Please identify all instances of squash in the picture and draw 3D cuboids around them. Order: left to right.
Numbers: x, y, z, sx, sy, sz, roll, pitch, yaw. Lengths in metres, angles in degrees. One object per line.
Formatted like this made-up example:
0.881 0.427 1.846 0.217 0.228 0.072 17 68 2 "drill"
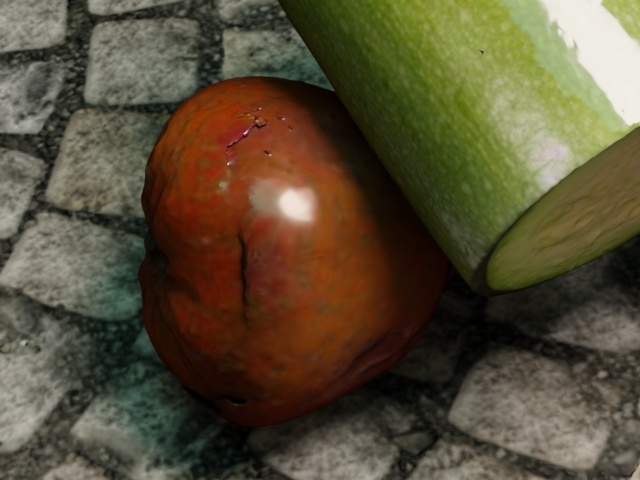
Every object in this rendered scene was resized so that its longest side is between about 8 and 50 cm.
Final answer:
0.115 -0.182 1.234 0.263 0.263 0.384 -27 72 -15 "squash"

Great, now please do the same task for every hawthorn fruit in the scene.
0.000 0.000 1.369 0.307 0.276 0.276 -9 50 -28 "hawthorn fruit"
